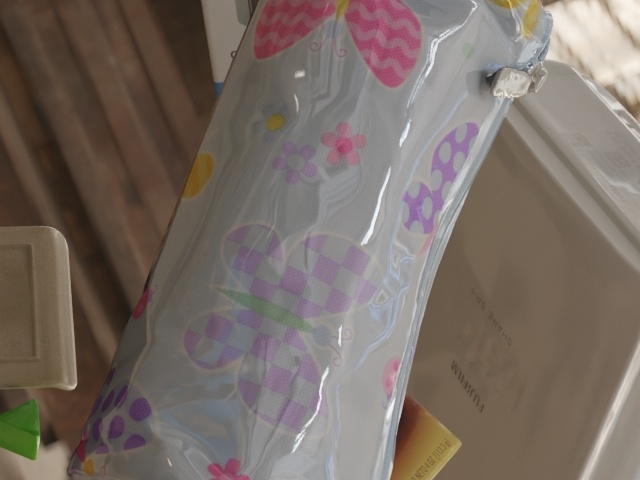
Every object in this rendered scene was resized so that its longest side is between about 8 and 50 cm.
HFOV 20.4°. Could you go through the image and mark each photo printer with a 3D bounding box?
[{"bbox_3d":[0.142,0.076,1.130,0.256,0.107,0.307,58,-39,45],"label":"photo printer"}]

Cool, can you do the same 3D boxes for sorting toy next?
[{"bbox_3d":[-0.306,0.061,1.480,0.348,0.196,0.047,-101,-161,-44],"label":"sorting toy"}]

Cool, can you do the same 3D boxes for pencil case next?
[{"bbox_3d":[0.000,0.000,0.719,0.113,0.124,0.273,136,-24,-72],"label":"pencil case"}]

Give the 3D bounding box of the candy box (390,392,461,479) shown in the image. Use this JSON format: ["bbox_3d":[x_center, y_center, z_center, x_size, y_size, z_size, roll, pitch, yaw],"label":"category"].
[{"bbox_3d":[-0.031,0.129,0.843,0.109,0.186,0.053,42,-35,6],"label":"candy box"}]

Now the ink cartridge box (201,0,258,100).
[{"bbox_3d":[0.010,-0.230,1.255,0.197,0.198,0.270,-92,175,-61],"label":"ink cartridge box"}]
